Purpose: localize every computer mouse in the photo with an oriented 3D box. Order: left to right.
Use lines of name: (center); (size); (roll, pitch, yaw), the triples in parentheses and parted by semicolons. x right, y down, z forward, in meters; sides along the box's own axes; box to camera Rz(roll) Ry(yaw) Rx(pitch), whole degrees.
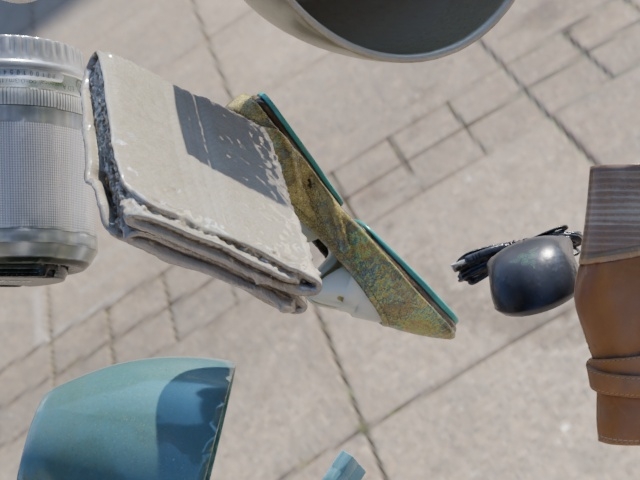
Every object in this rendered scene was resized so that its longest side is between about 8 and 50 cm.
computer mouse: (0.268, 0.027, 1.820); (0.188, 0.072, 0.272); (-18, 12, 6)

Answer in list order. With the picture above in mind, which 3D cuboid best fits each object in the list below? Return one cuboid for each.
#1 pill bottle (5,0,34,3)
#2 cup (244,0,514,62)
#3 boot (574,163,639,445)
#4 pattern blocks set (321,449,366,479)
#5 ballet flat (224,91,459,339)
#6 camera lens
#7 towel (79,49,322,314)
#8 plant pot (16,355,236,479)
pill bottle: (-0.183, -0.207, 0.894); (0.078, 0.078, 0.137); (-48, 10, -26)
cup: (0.014, -0.331, 1.356); (0.331, 0.331, 0.237); (-45, 22, -21)
boot: (0.233, 0.035, 0.718); (0.197, 0.152, 0.073); (-1, 1, 17)
pattern blocks set: (-0.032, 0.415, 1.625); (0.026, 0.285, 0.325); (24, 60, 38)
ballet flat: (0.000, 0.000, 1.477); (0.123, 0.348, 0.123); (-40, 9, 7)
camera lens: (-0.377, -0.086, 1.640); (0.219, 0.274, 0.219); (-2, -7, 0)
towel: (-0.105, -0.052, 1.143); (0.049, 0.187, 0.282); (-54, 27, 21)
plant pot: (-0.219, 0.250, 1.502); (0.195, 0.290, 0.290); (14, 37, -1)
